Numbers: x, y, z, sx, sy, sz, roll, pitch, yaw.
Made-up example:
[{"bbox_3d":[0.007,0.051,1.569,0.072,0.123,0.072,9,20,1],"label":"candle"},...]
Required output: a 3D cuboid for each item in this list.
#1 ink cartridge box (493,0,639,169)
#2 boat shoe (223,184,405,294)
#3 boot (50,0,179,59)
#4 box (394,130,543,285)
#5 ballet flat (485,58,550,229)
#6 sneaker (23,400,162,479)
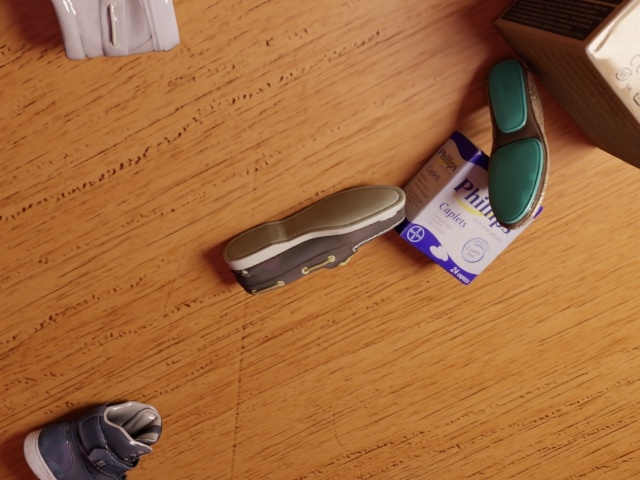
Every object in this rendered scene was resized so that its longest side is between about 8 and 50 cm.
[{"bbox_3d":[0.320,-0.170,0.703,0.234,0.193,0.088,38,103,-26],"label":"ink cartridge box"},{"bbox_3d":[0.000,0.000,0.798,0.227,0.081,0.069,-19,122,7],"label":"boat shoe"},{"bbox_3d":[-0.212,-0.290,0.592,0.123,0.095,0.259,-14,120,-12],"label":"boot"},{"bbox_3d":[0.174,-0.038,0.813,0.126,0.072,0.137,35,105,-25],"label":"box"},{"bbox_3d":[0.226,-0.103,0.738,0.073,0.206,0.067,-9,157,38],"label":"ballet flat"},{"bbox_3d":[-0.267,0.317,0.903,0.163,0.086,0.226,-26,118,6],"label":"sneaker"}]
